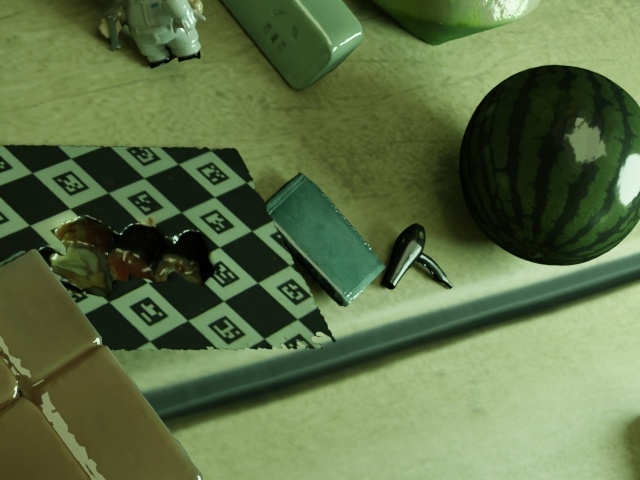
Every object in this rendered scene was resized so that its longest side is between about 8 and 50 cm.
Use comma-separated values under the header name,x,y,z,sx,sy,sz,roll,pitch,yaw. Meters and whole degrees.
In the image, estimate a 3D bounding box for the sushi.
name,x,y,z,sx,sy,sz,roll,pitch,yaw
sushi,-0.158,0.018,1.335,0.290,0.050,0.264,0,45,-34

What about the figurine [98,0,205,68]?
name,x,y,z,sx,sy,sz,roll,pitch,yaw
figurine,-0.172,-0.273,1.420,0.112,0.137,0.229,-57,133,-52

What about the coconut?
name,x,y,z,sx,sy,sz,roll,pitch,yaw
coconut,0.148,-0.322,1.659,0.236,0.236,0.204,-7,34,-38

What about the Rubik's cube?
name,x,y,z,sx,sy,sz,roll,pitch,yaw
Rubik's cube,-0.258,0.179,1.047,0.224,0.231,0.221,-34,85,-41

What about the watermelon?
name,x,y,z,sx,sy,sz,roll,pitch,yaw
watermelon,0.247,-0.076,1.577,0.212,0.212,0.212,17,55,-27

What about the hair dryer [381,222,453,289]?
name,x,y,z,sx,sy,sz,roll,pitch,yaw
hair dryer,0.104,0.033,1.534,0.083,0.031,0.079,40,58,-20

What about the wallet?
name,x,y,z,sx,sy,sz,roll,pitch,yaw
wallet,0.000,0.000,1.474,0.129,0.026,0.088,48,43,-2

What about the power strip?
name,x,y,z,sx,sy,sz,roll,pitch,yaw
power strip,-0.108,-0.328,1.545,0.385,0.091,0.062,51,50,0
